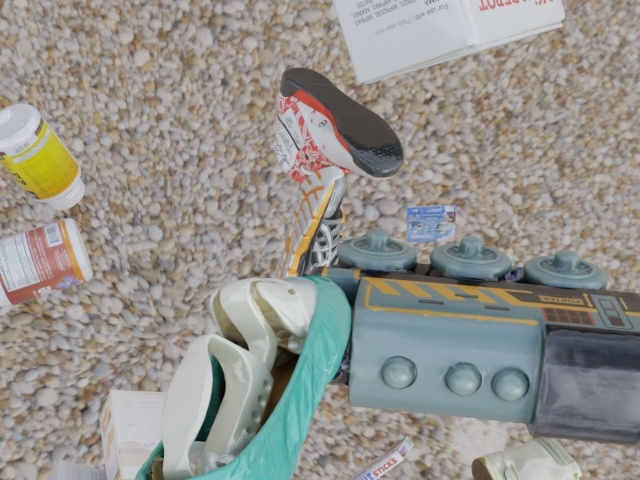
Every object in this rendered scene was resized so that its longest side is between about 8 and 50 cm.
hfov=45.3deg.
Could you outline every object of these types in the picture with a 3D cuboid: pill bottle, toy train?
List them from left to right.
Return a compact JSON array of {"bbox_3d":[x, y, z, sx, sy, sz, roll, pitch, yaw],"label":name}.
[{"bbox_3d":[-0.528,0.047,1.366,0.216,0.121,0.121,-19,87,-13],"label":"pill bottle"},{"bbox_3d":[-0.553,-0.156,1.508,0.117,0.215,0.117,-10,51,13],"label":"pill bottle"},{"bbox_3d":[0.131,0.082,0.676,0.334,0.190,0.142,6,108,6],"label":"toy train"}]

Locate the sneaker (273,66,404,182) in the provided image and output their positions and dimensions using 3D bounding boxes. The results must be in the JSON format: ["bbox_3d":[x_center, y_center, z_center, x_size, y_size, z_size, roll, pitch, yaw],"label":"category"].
[{"bbox_3d":[0.019,-0.129,1.123,0.090,0.145,0.270,-15,46,-31],"label":"sneaker"}]

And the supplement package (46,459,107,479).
[{"bbox_3d":[-0.265,0.462,1.078,0.293,0.175,0.177,24,106,-26],"label":"supplement package"}]

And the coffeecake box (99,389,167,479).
[{"bbox_3d":[-0.225,0.303,1.083,0.142,0.185,0.068,9,122,-28],"label":"coffeecake box"}]

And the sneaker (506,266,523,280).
[{"bbox_3d":[0.333,0.089,1.468,0.319,0.112,0.131,-15,127,-7],"label":"sneaker"}]

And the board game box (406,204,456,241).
[{"bbox_3d":[0.207,-0.030,1.439,0.090,0.090,0.020,-3,55,5],"label":"board game box"}]

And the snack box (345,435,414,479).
[{"bbox_3d":[0.078,0.391,1.278,0.178,0.064,0.022,-43,82,23],"label":"snack box"}]

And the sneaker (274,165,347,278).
[{"bbox_3d":[0.000,0.000,1.011,0.083,0.084,0.215,9,122,-16],"label":"sneaker"}]

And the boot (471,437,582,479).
[{"bbox_3d":[0.362,0.429,1.248,0.165,0.077,0.213,-15,65,-24],"label":"boot"}]

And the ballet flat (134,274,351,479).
[{"bbox_3d":[-0.037,0.074,0.450,0.083,0.247,0.087,-11,121,21],"label":"ballet flat"}]

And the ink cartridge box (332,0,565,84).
[{"bbox_3d":[0.086,-0.284,0.633,0.197,0.114,0.273,-28,102,-48],"label":"ink cartridge box"}]
